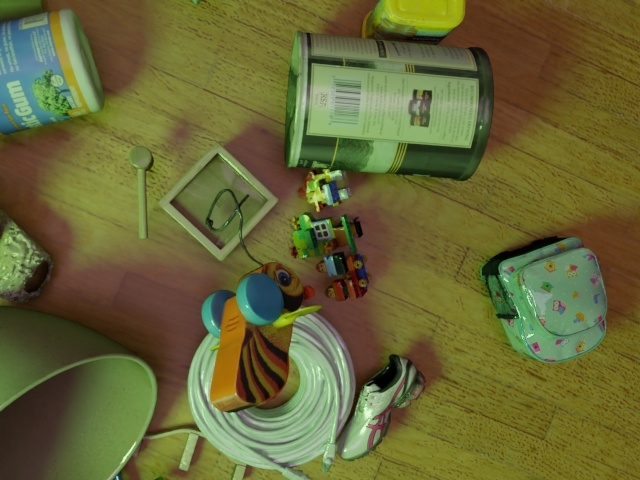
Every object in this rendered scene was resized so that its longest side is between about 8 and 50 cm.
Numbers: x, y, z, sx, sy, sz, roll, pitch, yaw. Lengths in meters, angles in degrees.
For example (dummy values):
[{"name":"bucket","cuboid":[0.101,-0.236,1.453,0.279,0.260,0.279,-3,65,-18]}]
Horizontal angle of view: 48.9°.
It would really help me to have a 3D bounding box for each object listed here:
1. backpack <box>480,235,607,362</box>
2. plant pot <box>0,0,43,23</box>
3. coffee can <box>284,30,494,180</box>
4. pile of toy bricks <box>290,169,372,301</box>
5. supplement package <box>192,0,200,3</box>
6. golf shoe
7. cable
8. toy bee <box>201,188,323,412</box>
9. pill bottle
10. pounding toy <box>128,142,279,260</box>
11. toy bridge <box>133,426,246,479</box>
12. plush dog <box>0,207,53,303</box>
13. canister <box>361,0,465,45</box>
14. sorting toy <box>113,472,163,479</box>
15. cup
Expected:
[{"name":"backpack","cuboid":[0.368,0.100,1.122,0.166,0.144,0.188,-18,95,-13]},{"name":"plant pot","cuboid":[-0.457,-0.346,1.050,0.079,0.083,0.083,-10,91,-20]},{"name":"coffee can","cuboid":[0.092,-0.200,1.054,0.276,0.201,0.201,4,89,-7]},{"name":"pile of toy bricks","cuboid":[0.000,0.000,1.102,0.105,0.118,0.212,-11,102,25]},{"name":"supplement package","cuboid":[-0.203,-0.533,1.016,0.198,0.199,0.262,-44,95,-6]},{"name":"golf shoe","cuboid":[0.080,0.260,1.111,0.186,0.067,0.086,-49,121,-10]},{"name":"cable","cuboid":[-0.073,0.220,1.090,0.257,0.089,0.257,22,86,-6]},{"name":"toy bee","cuboid":[-0.067,0.091,0.971,0.162,0.195,0.298,22,75,-40]},{"name":"pill bottle","cuboid":[-0.465,-0.227,1.006,0.272,0.152,0.152,-16,92,-7]},{"name":"pounding toy","cuboid":[-0.201,-0.064,1.069,0.206,0.094,0.181,43,84,-5]},{"name":"toy bridge","cuboid":[-0.206,0.327,1.103,0.188,0.026,0.063,18,85,-7]},{"name":"plush dog","cuboid":[-0.551,0.017,0.981,0.211,0.262,0.225,36,74,27]},{"name":"canister","cuboid":[0.138,-0.336,1.076,0.126,0.170,0.073,3,89,-7]},{"name":"sorting toy","cuboid":[-0.299,0.504,1.049,0.196,0.047,0.347,-2,90,12]},{"name":"cup","cuboid":[-0.426,0.222,0.955,0.237,0.331,0.331,35,85,27]}]
